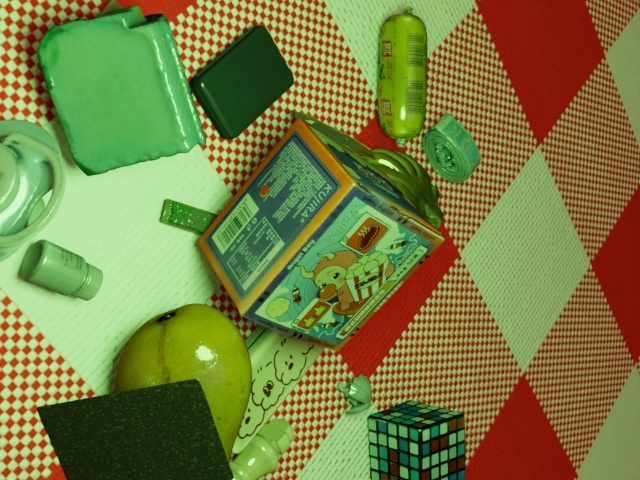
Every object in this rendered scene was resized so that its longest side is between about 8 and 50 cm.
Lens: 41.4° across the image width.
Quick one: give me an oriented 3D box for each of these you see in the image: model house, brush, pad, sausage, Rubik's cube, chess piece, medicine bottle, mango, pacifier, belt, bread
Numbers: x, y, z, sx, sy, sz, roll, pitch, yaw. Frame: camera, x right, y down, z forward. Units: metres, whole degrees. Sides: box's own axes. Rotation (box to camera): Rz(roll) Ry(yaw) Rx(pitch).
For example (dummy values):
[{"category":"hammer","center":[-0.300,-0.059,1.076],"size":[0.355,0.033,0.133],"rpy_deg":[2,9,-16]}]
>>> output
[{"category":"model house","center":[0.007,-0.179,1.918],"size":[0.219,0.207,0.136],"rpy_deg":[24,105,-22]},{"category":"brush","center":[-0.213,-0.027,1.800],"size":[0.282,0.048,0.054],"rpy_deg":[20,84,-42]},{"category":"pad","center":[-0.341,0.373,1.558],"size":[0.004,0.330,0.220],"rpy_deg":[-67,143,-68]},{"category":"sausage","center":[0.203,-0.404,2.102],"size":[0.123,0.123,0.347],"rpy_deg":[1,92,-42]},{"category":"Rubik's cube","center":[0.246,0.528,2.152],"size":[0.184,0.182,0.187],"rpy_deg":[-9,99,-43]},{"category":"chess piece","center":[-0.198,0.524,1.803],"size":[0.397,0.117,0.117],"rpy_deg":[-42,119,-34]},{"category":"medicine bottle","center":[-0.470,0.057,1.546],"size":[0.130,0.080,0.080],"rpy_deg":[32,71,-40]},{"category":"mango","center":[-0.264,0.310,1.637],"size":[0.221,0.263,0.378],"rpy_deg":[-68,159,-82]},{"category":"pacifier","center":[-0.532,-0.061,1.447],"size":[0.207,0.227,0.279],"rpy_deg":[81,32,-69]},{"category":"model house","center":[-0.349,-0.293,1.585],"size":[0.249,0.229,0.281],"rpy_deg":[-78,156,-69]},{"category":"belt","center":[0.341,-0.233,2.228],"size":[0.163,0.147,0.082],"rpy_deg":[45,62,-2]},{"category":"bread","center":[0.182,-0.081,2.049],"size":[0.333,0.160,0.333],"rpy_deg":[16,69,-50]}]

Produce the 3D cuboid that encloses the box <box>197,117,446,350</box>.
[{"category":"box","center":[0.000,0.000,1.737],"size":[0.349,0.257,0.318],"rpy_deg":[-48,137,13]}]

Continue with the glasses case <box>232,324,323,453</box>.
[{"category":"glasses case","center":[-0.135,0.299,1.865],"size":[0.336,0.076,0.144],"rpy_deg":[-49,122,-29]}]

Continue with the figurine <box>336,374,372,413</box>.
[{"category":"figurine","center":[0.090,0.376,2.086],"size":[0.094,0.082,0.086],"rpy_deg":[-20,89,-50]}]

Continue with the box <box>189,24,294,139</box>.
[{"category":"box","center":[-0.165,-0.341,1.820],"size":[0.230,0.050,0.160],"rpy_deg":[-49,123,-29]}]

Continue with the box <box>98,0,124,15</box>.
[{"category":"box","center":[-0.375,-0.413,1.643],"size":[0.115,0.025,0.048],"rpy_deg":[42,64,-35]}]
